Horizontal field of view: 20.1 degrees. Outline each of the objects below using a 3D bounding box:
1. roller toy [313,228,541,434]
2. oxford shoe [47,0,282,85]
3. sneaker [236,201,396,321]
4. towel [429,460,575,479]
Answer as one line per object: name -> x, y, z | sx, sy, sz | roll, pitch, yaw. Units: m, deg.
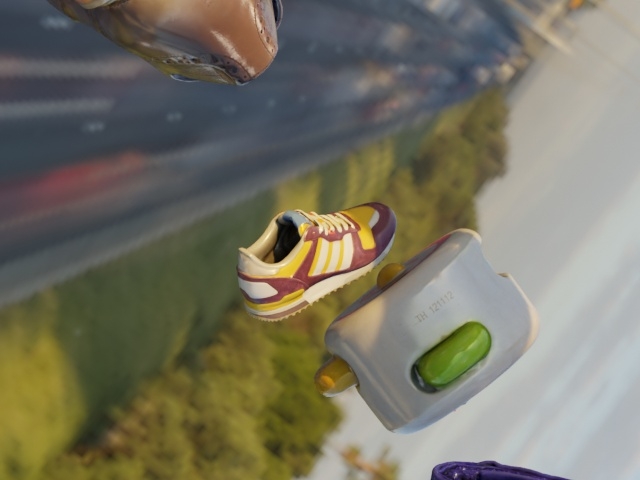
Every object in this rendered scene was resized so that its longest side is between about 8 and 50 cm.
roller toy -> 0.105, 0.086, 1.798 | 0.191, 0.146, 0.209 | -39, -178, -44
oxford shoe -> -0.104, -0.161, 1.152 | 0.130, 0.133, 0.364 | -41, -164, 3
sneaker -> 0.000, 0.000, 1.706 | 0.185, 0.069, 0.084 | -36, 133, -31
towel -> 0.211, 0.365, 1.767 | 0.076, 0.227, 0.308 | -40, 139, -54
